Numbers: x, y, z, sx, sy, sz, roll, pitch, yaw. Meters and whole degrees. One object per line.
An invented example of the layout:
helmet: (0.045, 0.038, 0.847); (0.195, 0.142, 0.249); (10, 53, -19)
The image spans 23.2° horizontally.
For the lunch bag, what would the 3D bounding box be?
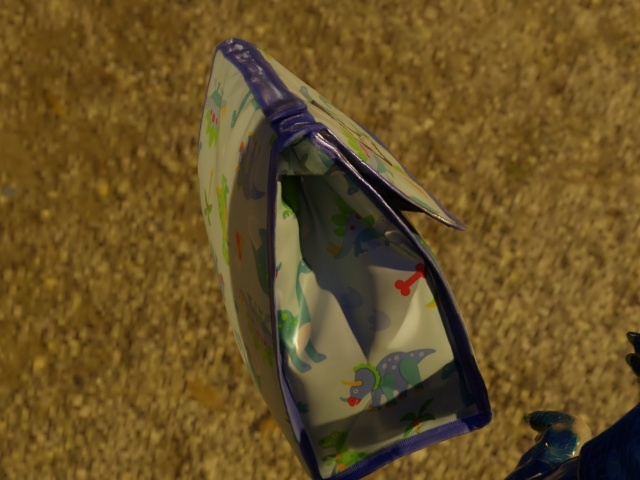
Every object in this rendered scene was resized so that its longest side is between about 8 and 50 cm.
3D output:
lunch bag: (0.000, 0.000, 0.632); (0.096, 0.151, 0.129); (-25, 26, -6)

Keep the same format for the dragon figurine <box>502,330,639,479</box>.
dragon figurine: (0.101, 0.116, 0.567); (0.085, 0.289, 0.144); (43, 54, -5)
